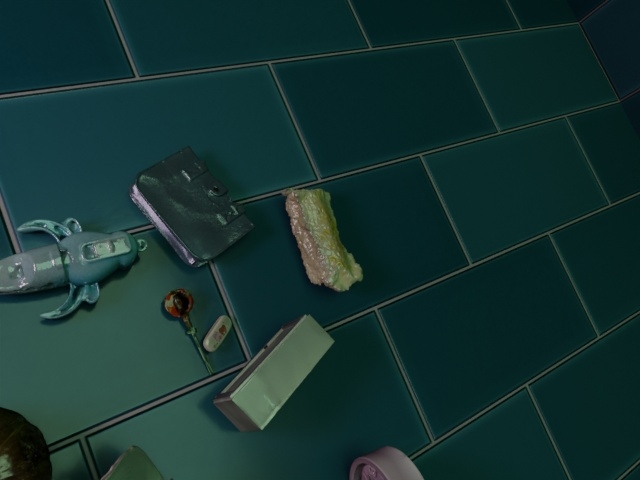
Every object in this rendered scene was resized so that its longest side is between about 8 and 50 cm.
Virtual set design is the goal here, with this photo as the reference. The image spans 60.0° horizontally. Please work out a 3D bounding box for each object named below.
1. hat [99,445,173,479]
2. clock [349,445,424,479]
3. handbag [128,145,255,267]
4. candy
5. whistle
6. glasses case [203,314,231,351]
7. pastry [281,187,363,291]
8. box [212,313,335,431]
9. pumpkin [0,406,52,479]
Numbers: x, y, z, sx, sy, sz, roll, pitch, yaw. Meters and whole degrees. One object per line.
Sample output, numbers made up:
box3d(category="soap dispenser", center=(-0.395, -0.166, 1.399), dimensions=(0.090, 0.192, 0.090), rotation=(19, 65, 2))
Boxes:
box3d(category="hat", center=(-0.295, 0.442, 0.795), dimensions=(0.258, 0.301, 0.168), rotation=(-31, 51, -32))
box3d(category="clock", center=(0.136, 0.506, 1.070), dimensions=(0.068, 0.197, 0.196), rotation=(-11, 77, -29))
box3d(category="handbag", center=(-0.263, -0.073, 1.158), dimensions=(0.179, 0.062, 0.229), rotation=(-39, 92, -32))
box3d(category="candy", center=(-0.251, 0.181, 1.092), dimensions=(0.056, 0.049, 0.184), rotation=(-25, 93, -24))
box3d(category="whistle", center=(-0.453, 0.039, 1.010), dimensions=(0.274, 0.093, 0.186), rotation=(-15, 80, -27))
box3d(category="glasses case", center=(-0.205, 0.186, 1.110), dimensions=(0.032, 0.021, 0.083), rotation=(54, 43, -24))
box3d(category="pastry", center=(0.004, -0.003, 1.251), dimensions=(0.122, 0.089, 0.258), rotation=(-17, 81, -33))
box3d(category="box", center=(-0.091, 0.256, 1.086), dimensions=(0.086, 0.129, 0.225), rotation=(47, 59, -4))
box3d(category="pumpkin", center=(-0.525, 0.360, 0.799), dimensions=(0.261, 0.189, 0.260), rotation=(10, 67, -25))
